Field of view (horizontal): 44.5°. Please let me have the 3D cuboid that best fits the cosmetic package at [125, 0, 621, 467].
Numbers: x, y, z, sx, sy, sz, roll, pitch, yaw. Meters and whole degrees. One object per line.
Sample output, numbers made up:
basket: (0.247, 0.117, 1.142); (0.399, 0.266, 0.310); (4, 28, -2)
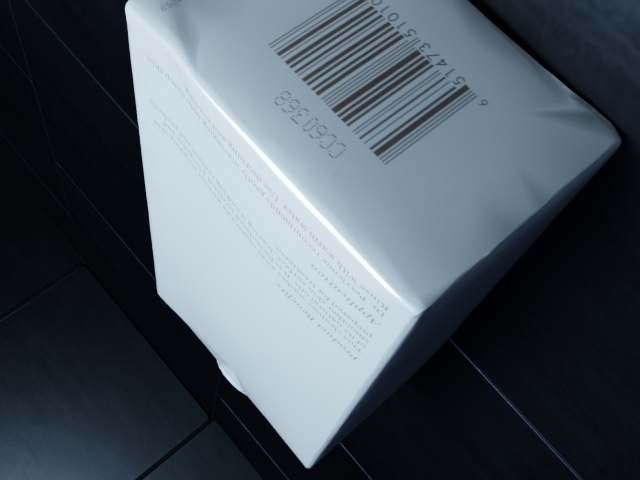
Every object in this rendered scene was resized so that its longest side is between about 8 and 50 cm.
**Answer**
cosmetic package: (0.000, 0.000, 0.539); (0.217, 0.156, 0.385); (48, 158, 12)
